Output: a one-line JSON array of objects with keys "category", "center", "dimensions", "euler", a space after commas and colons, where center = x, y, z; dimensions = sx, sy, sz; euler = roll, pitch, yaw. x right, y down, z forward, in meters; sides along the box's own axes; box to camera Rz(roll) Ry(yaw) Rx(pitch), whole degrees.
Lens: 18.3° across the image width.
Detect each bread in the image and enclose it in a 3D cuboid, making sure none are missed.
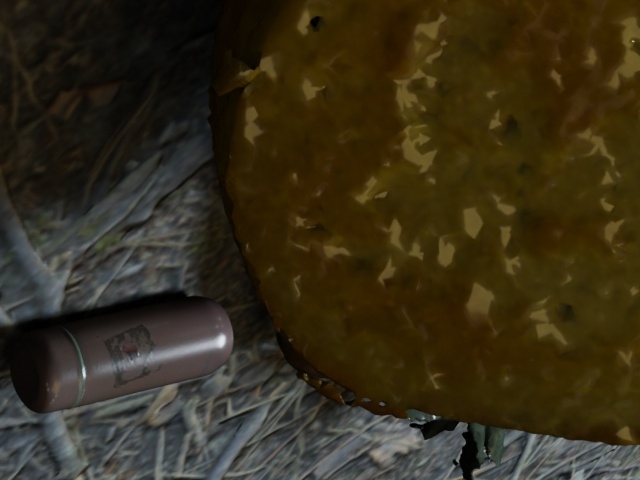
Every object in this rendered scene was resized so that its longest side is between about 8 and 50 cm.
[{"category": "bread", "center": [0.134, -0.073, 1.039], "dimensions": [0.398, 0.215, 0.398], "euler": [2, 117, 3]}]

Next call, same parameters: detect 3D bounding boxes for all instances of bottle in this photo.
[{"category": "bottle", "center": [-0.123, 0.070, 1.237], "dimensions": [0.140, 0.053, 0.053], "euler": [-11, 140, -36]}]

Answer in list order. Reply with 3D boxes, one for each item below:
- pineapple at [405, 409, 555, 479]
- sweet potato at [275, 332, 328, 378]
[{"category": "pineapple", "center": [0.114, 0.062, 1.376], "dimensions": [0.165, 0.165, 0.364], "euler": [-26, 149, -19]}, {"category": "sweet potato", "center": [0.000, 0.000, 1.261], "dimensions": [0.075, 0.075, 0.273], "euler": [-26, 143, -19]}]
